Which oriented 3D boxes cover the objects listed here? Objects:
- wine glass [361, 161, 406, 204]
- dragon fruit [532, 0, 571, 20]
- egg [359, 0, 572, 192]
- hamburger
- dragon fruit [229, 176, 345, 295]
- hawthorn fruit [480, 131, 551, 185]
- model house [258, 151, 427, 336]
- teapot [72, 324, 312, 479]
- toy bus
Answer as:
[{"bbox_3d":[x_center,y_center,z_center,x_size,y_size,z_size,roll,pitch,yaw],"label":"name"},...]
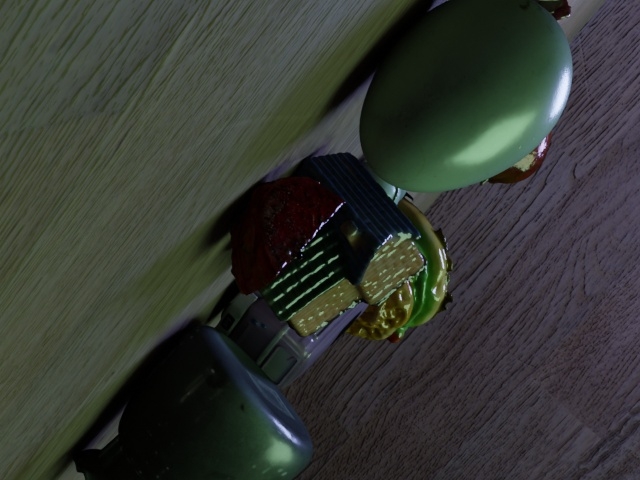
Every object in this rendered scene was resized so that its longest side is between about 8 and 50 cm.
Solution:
[{"bbox_3d":[0.061,-0.063,1.838,0.079,0.079,0.195,-51,174,21],"label":"wine glass"},{"bbox_3d":[0.235,-0.242,1.705,0.262,0.134,0.211,-44,169,-34],"label":"dragon fruit"},{"bbox_3d":[0.150,-0.152,1.422,0.264,0.183,0.183,-39,171,-24],"label":"egg"},{"bbox_3d":[0.076,0.049,2.049,0.148,0.237,0.237,-22,160,-33],"label":"hamburger"},{"bbox_3d":[-0.059,-0.007,1.401,0.106,0.083,0.162,-37,-168,41],"label":"dragon fruit"},{"bbox_3d":[0.246,-0.191,1.991,0.196,0.196,0.226,12,89,-83],"label":"hawthorn fruit"},{"bbox_3d":[0.000,0.000,1.537,0.183,0.166,0.172,-39,162,-2],"label":"model house"},{"bbox_3d":[-0.173,0.274,1.722,0.285,0.223,0.305,-41,170,1],"label":"teapot"},{"bbox_3d":[-0.028,0.082,1.812,0.202,0.142,0.142,-44,172,-35],"label":"toy bus"}]
